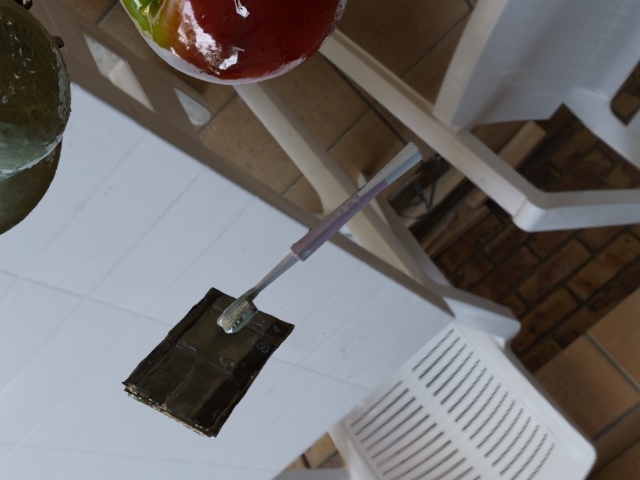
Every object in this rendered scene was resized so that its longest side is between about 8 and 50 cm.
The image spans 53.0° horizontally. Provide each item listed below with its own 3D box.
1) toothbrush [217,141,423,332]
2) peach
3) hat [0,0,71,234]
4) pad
[{"bbox_3d":[-0.001,-0.001,0.468,0.194,0.017,0.014,-43,148,0],"label":"toothbrush"},{"bbox_3d":[-0.062,-0.227,0.532,0.197,0.197,0.197,-21,141,-18],"label":"peach"},{"bbox_3d":[-0.273,-0.116,0.495,0.257,0.130,0.258,0,90,-58],"label":"hat"},{"bbox_3d":[-0.169,0.179,0.995,0.233,0.174,0.022,-50,153,-38],"label":"pad"}]
